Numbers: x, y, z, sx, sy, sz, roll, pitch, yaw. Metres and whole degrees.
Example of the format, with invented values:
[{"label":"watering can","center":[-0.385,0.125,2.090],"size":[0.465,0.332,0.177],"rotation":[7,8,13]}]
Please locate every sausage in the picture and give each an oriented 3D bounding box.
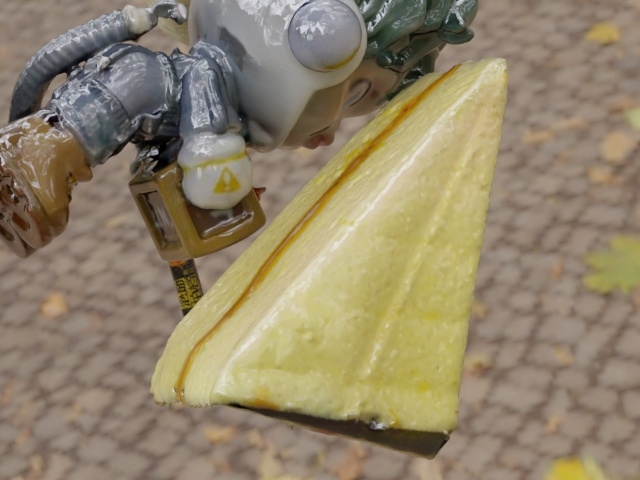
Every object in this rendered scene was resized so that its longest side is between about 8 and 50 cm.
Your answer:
[{"label":"sausage","center":[-0.129,0.017,1.779],"size":[0.028,0.198,0.025],"rotation":[-20,10,-32]}]

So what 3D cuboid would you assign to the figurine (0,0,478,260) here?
[{"label":"figurine","center":[-0.059,-0.109,1.372],"size":[0.382,0.186,0.261],"rotation":[-35,17,-22]}]

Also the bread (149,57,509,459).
[{"label":"bread","center":[0.002,-0.003,1.266],"size":[0.163,0.264,0.167],"rotation":[12,-7,-21]}]

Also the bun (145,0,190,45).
[{"label":"bun","center":[-0.092,-0.354,1.725],"size":[0.227,0.352,0.349],"rotation":[-23,12,-11]}]
